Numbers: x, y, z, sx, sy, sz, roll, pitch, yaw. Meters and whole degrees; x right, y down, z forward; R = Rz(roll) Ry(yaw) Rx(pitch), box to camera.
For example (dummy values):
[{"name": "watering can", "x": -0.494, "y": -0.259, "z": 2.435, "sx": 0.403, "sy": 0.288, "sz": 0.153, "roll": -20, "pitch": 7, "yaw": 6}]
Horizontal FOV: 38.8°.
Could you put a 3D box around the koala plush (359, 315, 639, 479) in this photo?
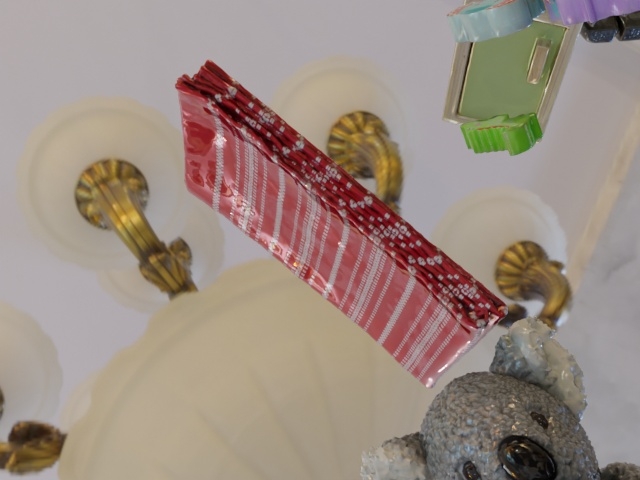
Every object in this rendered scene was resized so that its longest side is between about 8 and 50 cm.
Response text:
[{"name": "koala plush", "x": 0.144, "y": 0.171, "z": 0.566, "sx": 0.196, "sy": 0.203, "sz": 0.221, "roll": -44, "pitch": -113, "yaw": -6}]

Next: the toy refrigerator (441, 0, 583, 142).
[{"name": "toy refrigerator", "x": 0.177, "y": -0.202, "z": 0.793, "sx": 0.102, "sy": 0.269, "sz": 0.094, "roll": 15, "pitch": -119, "yaw": 8}]

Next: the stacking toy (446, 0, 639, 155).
[{"name": "stacking toy", "x": 0.119, "y": -0.122, "z": 0.478, "sx": 0.052, "sy": 0.221, "sz": 0.167, "roll": -34, "pitch": -70, "yaw": -27}]

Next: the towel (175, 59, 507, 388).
[{"name": "towel", "x": 0.000, "y": 0.000, "z": 0.684, "sx": 0.275, "sy": 0.199, "sz": 0.031, "roll": 40, "pitch": -110, "yaw": 9}]

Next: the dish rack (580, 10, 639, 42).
[{"name": "dish rack", "x": 0.406, "y": -0.332, "z": 1.015, "sx": 0.208, "sy": 0.271, "sz": 0.074, "roll": -7, "pitch": -122, "yaw": -5}]
